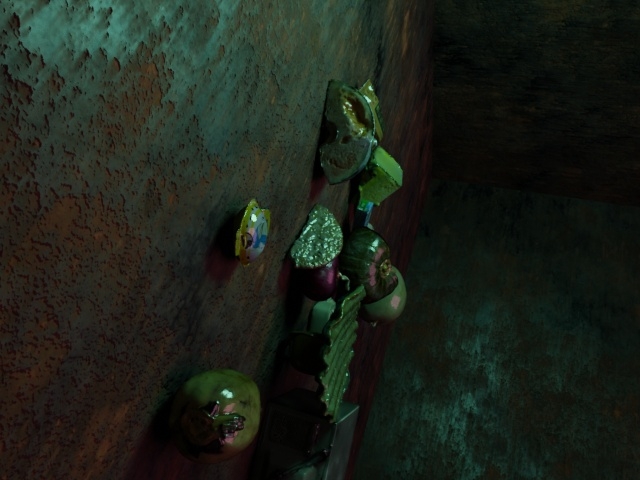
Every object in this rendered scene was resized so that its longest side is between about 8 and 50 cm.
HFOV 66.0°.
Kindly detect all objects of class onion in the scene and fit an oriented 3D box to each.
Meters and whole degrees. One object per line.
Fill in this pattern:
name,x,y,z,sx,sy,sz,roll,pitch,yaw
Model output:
onion,0.002,0.104,1.561,0.177,0.154,0.177,-20,90,-89

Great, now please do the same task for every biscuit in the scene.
biscuit,0.000,0.001,1.510,0.038,0.141,0.289,107,6,-45

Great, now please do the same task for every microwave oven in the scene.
microwave oven,-0.060,0.742,1.597,0.374,0.237,0.431,27,75,-72

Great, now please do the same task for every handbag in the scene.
handbag,0.015,0.339,1.856,0.219,0.079,0.256,-27,128,-72

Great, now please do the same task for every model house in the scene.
model house,0.203,-0.248,1.996,0.211,0.170,0.194,-41,-160,31

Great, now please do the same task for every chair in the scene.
chair,-0.024,0.352,1.609,0.247,0.159,0.172,-13,110,-72

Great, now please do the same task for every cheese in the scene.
cheese,-0.154,-0.026,1.150,0.250,0.064,0.156,-62,159,-73

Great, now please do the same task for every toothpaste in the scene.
toothpaste,0.161,-0.055,2.003,0.266,0.050,0.065,98,19,-53

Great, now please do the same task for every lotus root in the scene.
lotus root,-0.204,0.368,1.061,0.310,0.183,0.182,39,64,-73

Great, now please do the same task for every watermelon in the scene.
watermelon,0.106,-0.328,1.575,0.188,0.175,0.321,-9,110,-70

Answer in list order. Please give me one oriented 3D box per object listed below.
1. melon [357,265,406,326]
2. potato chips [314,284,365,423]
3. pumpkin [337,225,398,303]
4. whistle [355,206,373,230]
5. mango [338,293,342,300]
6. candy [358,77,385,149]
melon,0.280,0.257,2.322,0.307,0.272,0.272,-68,161,-7
potato chips,0.067,0.336,1.516,0.429,0.070,0.358,-45,140,-65
pumpkin,0.146,0.121,1.955,0.232,0.242,0.324,-36,120,-26
whistle,0.183,-0.055,2.154,0.126,0.067,0.258,-55,146,-40
mango,0.128,0.233,2.109,0.115,0.089,0.165,66,41,-56
candy,0.175,-0.467,1.839,0.143,0.101,0.271,-64,151,-24
